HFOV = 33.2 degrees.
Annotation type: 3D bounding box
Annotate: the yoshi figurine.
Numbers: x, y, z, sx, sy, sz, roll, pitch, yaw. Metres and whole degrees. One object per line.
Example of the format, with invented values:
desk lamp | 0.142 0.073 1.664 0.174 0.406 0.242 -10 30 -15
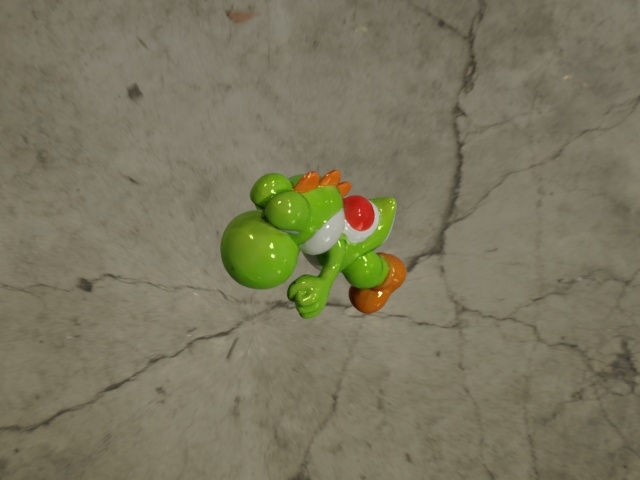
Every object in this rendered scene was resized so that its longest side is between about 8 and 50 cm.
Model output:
yoshi figurine | -0.025 0.009 1.534 0.203 0.362 0.203 9 81 28
